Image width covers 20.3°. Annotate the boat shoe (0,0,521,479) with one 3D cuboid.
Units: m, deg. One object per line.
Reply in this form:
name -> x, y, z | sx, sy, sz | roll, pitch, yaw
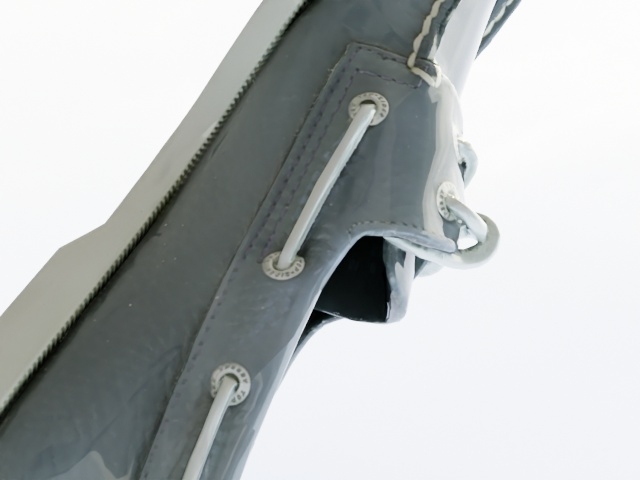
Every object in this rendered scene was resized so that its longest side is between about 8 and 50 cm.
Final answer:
boat shoe -> 0.000, 0.000, 0.548 | 0.099, 0.116, 0.319 | 33, -113, 14
